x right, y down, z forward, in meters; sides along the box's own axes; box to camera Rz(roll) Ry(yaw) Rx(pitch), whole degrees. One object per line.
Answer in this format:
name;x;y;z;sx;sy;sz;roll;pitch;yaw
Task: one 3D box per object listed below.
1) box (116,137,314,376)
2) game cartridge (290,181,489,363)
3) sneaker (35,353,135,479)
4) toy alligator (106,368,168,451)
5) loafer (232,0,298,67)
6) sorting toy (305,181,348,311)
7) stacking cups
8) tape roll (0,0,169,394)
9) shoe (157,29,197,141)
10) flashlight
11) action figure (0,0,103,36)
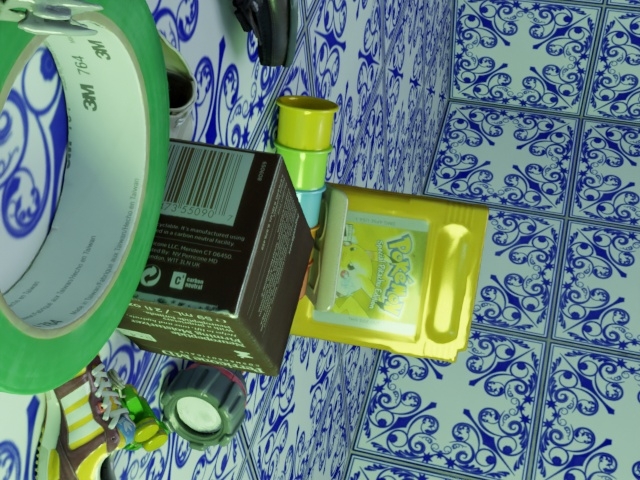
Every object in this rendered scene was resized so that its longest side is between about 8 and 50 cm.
box;-0.117;0.019;0.909;0.203;0.168;0.167;69;32;-64
game cartridge;0.114;0.055;1.584;0.053;0.323;0.286;-45;143;-72
sneaker;-0.204;0.147;0.819;0.069;0.083;0.186;-42;141;-69
toy alligator;-0.203;0.182;0.932;0.051;0.056;0.190;-34;153;-11
loafer;-0.080;-0.328;1.045;0.303;0.095;0.109;91;-15;-49
sorting toy;0.000;0.000;1.470;0.208;0.038;0.193;-145;-119;-70
stacking cups;-0.040;-0.057;1.381;0.096;0.096;0.316;-47;148;-67
tape roll;-0.210;-0.052;0.664;0.321;0.077;0.321;9;90;-77
shoe;-0.155;-0.142;0.868;0.219;0.058;0.077;68;34;-66
flashlight;-0.107;0.142;1.200;0.304;0.103;0.103;-59;152;-55
action figure;-0.189;-0.229;0.503;0.185;0.099;0.285;18;67;-39
